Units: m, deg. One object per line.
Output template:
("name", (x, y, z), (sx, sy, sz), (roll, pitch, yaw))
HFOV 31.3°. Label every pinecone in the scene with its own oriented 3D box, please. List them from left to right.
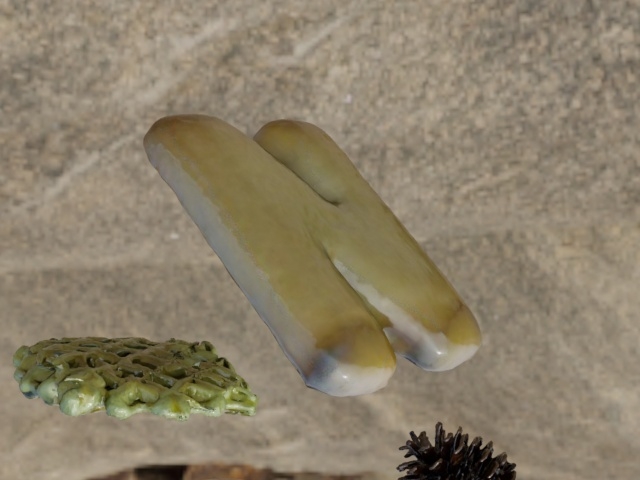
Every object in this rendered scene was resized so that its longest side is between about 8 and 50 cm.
("pinecone", (0.184, 0.337, 1.630), (0.165, 0.163, 0.163), (40, 156, 2))

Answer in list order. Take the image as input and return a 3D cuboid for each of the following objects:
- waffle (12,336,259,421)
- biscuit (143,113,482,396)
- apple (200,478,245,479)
("waffle", (-0.242, 0.171, 1.472), (0.297, 0.073, 0.317), (2, -175, -27))
("biscuit", (0.000, 0.000, 0.977), (0.236, 0.291, 0.062), (-3, 139, -53))
("apple", (-0.137, 0.506, 1.657), (0.339, 0.340, 0.339), (0, 160, 0))
